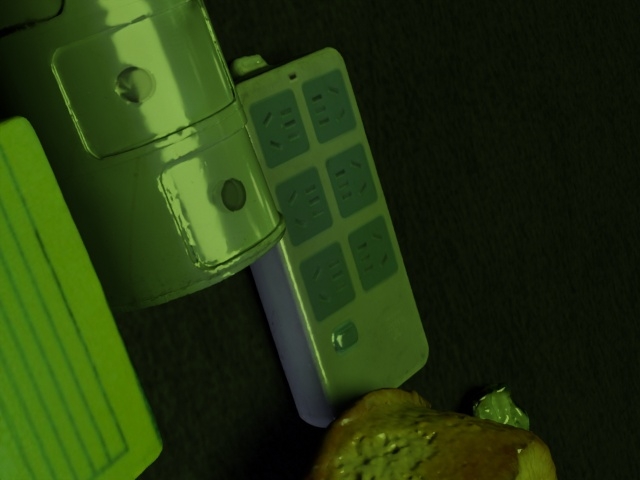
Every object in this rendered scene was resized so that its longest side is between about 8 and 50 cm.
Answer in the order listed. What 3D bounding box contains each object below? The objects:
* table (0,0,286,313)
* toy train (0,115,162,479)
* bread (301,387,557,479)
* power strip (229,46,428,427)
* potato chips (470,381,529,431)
[{"bbox_3d":[-0.112,-0.084,0.635,0.126,0.126,0.220,-35,110,-46],"label":"table"},{"bbox_3d":[-0.208,0.070,0.473,0.272,0.179,0.442,-37,112,-52],"label":"toy train"},{"bbox_3d":[0.070,0.234,0.775,0.268,0.145,0.268,-18,110,-62],"label":"bread"},{"bbox_3d":[0.000,0.000,0.818,0.118,0.046,0.270,-32,110,-47],"label":"power strip"},{"bbox_3d":[0.168,0.214,0.997,0.092,0.028,0.207,-30,106,-46],"label":"potato chips"}]
